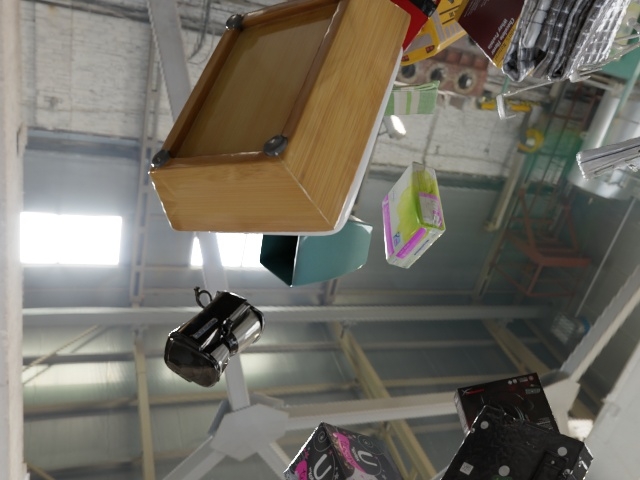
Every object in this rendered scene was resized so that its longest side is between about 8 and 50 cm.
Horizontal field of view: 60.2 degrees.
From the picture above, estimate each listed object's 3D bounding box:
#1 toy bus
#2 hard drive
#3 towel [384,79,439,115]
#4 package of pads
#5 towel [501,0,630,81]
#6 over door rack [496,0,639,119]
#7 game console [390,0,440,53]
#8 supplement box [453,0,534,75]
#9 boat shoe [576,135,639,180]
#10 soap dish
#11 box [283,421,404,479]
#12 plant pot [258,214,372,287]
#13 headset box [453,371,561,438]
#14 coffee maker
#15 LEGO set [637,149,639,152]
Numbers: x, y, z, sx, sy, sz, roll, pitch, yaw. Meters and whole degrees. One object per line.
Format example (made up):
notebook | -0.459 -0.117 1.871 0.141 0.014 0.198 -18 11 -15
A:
toy bus | 0.231 -0.483 1.229 0.108 0.130 0.333 -9 -157 37
hard drive | 0.347 0.510 1.083 0.339 0.064 0.237 -50 -151 -22
towel | 0.168 -0.406 1.588 0.325 0.038 0.248 0 176 7
package of pads | 0.303 -0.091 1.839 0.101 0.229 0.296 15 -132 -18
towel | 0.377 -0.367 0.768 0.121 0.283 0.235 27 -142 20
over door rack | 0.536 -0.386 1.123 0.324 0.108 0.239 -29 -178 -16
game console | 0.077 -0.326 0.740 0.144 0.085 0.124 36 -146 -6
supplement box | 0.387 -0.447 1.040 0.129 0.191 0.194 3 -135 -26
boat shoe | 0.703 -0.192 1.240 0.227 0.075 0.083 -14 180 32
soap dish | -0.046 -0.146 0.617 0.229 0.290 0.118 2 150 35
box | 0.062 0.461 0.950 0.164 0.142 0.247 28 -167 -29
plant pot | 0.000 0.000 1.344 0.235 0.165 0.166 -3 -159 -33
headset box | 0.487 0.508 1.399 0.218 0.110 0.293 -11 -121 1
coffee maker | -0.226 0.188 1.096 0.171 0.120 0.178 8 -155 25
LEGO set | 0.596 -0.161 0.962 0.054 0.023 0.083 46 171 -22
